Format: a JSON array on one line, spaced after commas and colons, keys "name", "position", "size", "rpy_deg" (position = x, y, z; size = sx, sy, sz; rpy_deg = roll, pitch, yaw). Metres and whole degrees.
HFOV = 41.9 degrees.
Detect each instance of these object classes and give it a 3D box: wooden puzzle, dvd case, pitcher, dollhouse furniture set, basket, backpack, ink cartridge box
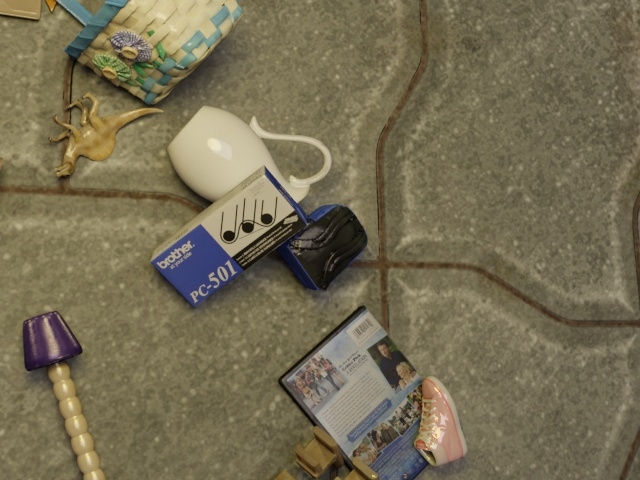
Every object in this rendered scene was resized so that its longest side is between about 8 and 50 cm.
[{"name": "wooden puzzle", "position": [-0.444, -0.360, 1.231], "size": [0.116, 0.014, 0.078], "rpy_deg": [11, 72, -16]}, {"name": "dvd case", "position": [0.079, 0.251, 1.278], "size": [0.180, 0.022, 0.253], "rpy_deg": [-40, 93, -20]}, {"name": "pitcher", "position": [-0.103, -0.118, 1.229], "size": [0.207, 0.125, 0.177], "rpy_deg": [40, 89, -13]}, {"name": "dollhouse furniture set", "position": [0.012, 0.428, 1.160], "size": [0.242, 0.161, 0.212], "rpy_deg": [34, 65, 31]}, {"name": "basket", "position": [-0.271, -0.350, 1.158], "size": [0.289, 0.255, 0.201], "rpy_deg": [46, 57, -13]}, {"name": "backpack", "position": [0.000, 0.000, 1.256], "size": [0.120, 0.101, 0.098], "rpy_deg": [-41, 112, -17]}, {"name": "ink cartridge box", "position": [-0.129, -0.004, 1.180], "size": [0.207, 0.046, 0.097], "rpy_deg": [-36, 112, 12]}]

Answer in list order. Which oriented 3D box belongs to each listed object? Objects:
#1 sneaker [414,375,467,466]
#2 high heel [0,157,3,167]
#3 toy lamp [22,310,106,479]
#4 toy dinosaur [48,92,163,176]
[{"name": "sneaker", "position": [0.169, 0.276, 1.262], "size": [0.070, 0.051, 0.134], "rpy_deg": [-20, 91, -26]}, {"name": "high heel", "position": [-0.542, 0.031, 1.062], "size": [0.181, 0.127, 0.377], "rpy_deg": [17, 61, -21]}, {"name": "toy lamp", "position": [-0.333, 0.230, 1.118], "size": [0.080, 0.080, 0.274], "rpy_deg": [-16, 86, -20]}, {"name": "toy dinosaur", "position": [-0.328, -0.166, 1.220], "size": [0.183, 0.053, 0.092], "rpy_deg": [-41, 110, -19]}]
